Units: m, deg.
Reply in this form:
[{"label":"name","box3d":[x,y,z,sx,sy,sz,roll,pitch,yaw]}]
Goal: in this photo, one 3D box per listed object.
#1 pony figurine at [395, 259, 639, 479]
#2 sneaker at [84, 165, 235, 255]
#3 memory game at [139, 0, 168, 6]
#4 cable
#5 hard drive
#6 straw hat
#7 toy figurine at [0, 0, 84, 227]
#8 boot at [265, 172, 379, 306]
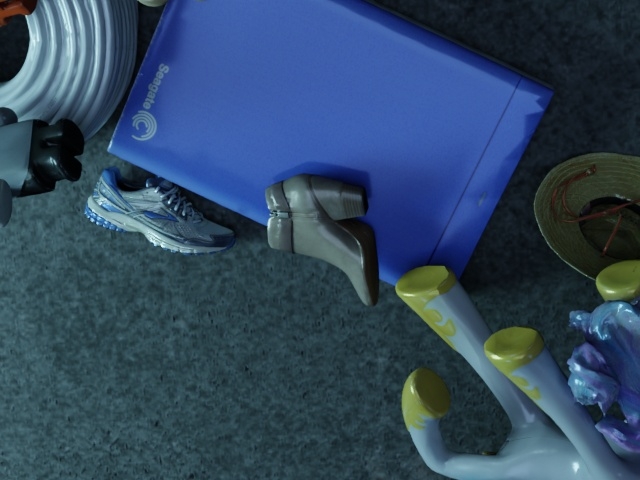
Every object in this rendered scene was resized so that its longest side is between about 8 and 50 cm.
[{"label":"pony figurine","box3d":[0.242,0.190,1.125,0.351,0.303,0.363,-3,125,38]},{"label":"sneaker","box3d":[-0.136,-0.027,1.214,0.135,0.052,0.058,17,104,2]},{"label":"memory game","box3d":[-0.120,-0.278,1.110,0.186,0.012,0.186,1,85,-10]},{"label":"cable","box3d":[-0.282,-0.181,1.166,0.257,0.089,0.257,20,108,2]},{"label":"hard drive","box3d":[0.005,-0.102,1.176,0.318,0.040,0.210,25,109,0]},{"label":"straw hat","box3d":[0.245,-0.003,1.159,0.144,0.144,0.061,9,146,5]},{"label":"toy figurine","box3d":[-0.294,-0.099,1.039,0.148,0.213,0.209,-10,109,19]},{"label":"boot","box3d":[0.000,0.000,1.169,0.087,0.042,0.118,-3,106,15]}]
